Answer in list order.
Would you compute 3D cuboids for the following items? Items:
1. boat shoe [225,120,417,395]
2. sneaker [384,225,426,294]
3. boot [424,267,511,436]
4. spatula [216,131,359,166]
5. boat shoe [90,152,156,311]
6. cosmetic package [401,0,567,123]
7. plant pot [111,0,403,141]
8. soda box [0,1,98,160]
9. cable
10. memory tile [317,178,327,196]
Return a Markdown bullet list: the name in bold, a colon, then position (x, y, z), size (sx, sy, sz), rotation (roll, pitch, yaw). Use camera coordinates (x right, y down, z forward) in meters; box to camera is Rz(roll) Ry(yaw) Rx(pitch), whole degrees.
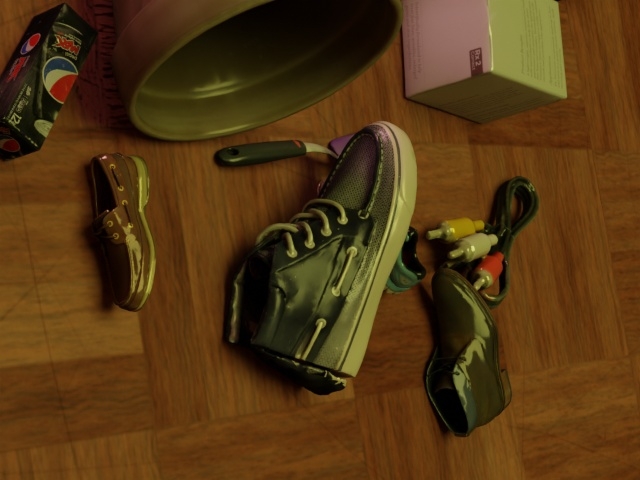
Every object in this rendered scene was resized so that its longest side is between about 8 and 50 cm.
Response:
- **boat shoe**: position (0.000, 0.000, 1.759), size (0.158, 0.127, 0.340), rotation (24, 73, -38)
- **sneaker**: position (0.094, -0.015, 1.912), size (0.063, 0.073, 0.162), rotation (-26, 96, -48)
- **boot**: position (0.183, 0.151, 1.979), size (0.106, 0.082, 0.219), rotation (-37, 109, -49)
- **spatula**: position (-0.009, -0.110, 1.859), size (0.296, 0.030, 0.084), rotation (-3, 40, -42)
- **boat shoe**: position (-0.218, -0.010, 1.599), size (0.060, 0.064, 0.178), rotation (10, 65, -41)
- **cosmetic package**: position (0.228, -0.266, 2.092), size (0.184, 0.151, 0.151), rotation (13, 69, -46)
- **plant pot**: position (-0.106, -0.306, 1.655), size (0.323, 0.323, 0.280), rotation (-2, 64, -48)
- **soda box**: position (-0.294, -0.165, 1.555), size (0.053, 0.060, 0.169), rotation (43, 50, -32)
- **cable**: position (0.257, -0.004, 2.097), size (0.139, 0.072, 0.287), rotation (52, 45, 4)
- **memory tile**: position (0.055, -0.043, 1.943), size (0.148, 0.012, 0.113), rotation (-28, 100, -47)
